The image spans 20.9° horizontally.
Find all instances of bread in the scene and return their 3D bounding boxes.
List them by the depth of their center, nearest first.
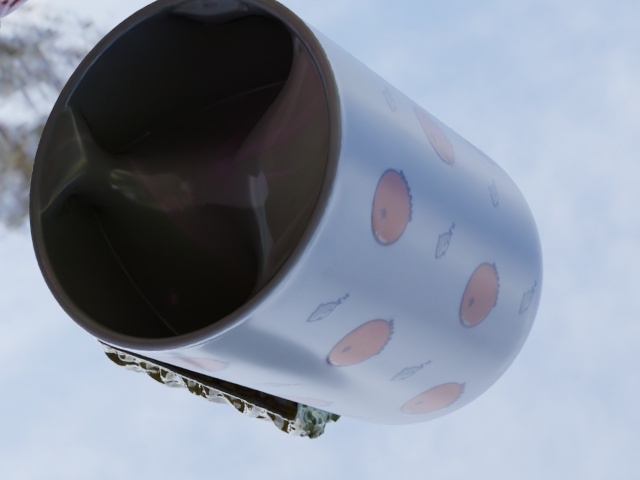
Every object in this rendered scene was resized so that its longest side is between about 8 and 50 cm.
[{"bbox_3d":[-0.100,0.098,1.574,0.269,0.098,0.087,17,-117,31],"label":"bread"}]

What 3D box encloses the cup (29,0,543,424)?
[{"bbox_3d":[0.000,0.000,1.086,0.212,0.317,0.212,-11,-111,29],"label":"cup"}]

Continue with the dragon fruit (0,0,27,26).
[{"bbox_3d":[-0.262,-0.215,1.182,0.209,0.172,0.172,-32,-150,-24],"label":"dragon fruit"}]
